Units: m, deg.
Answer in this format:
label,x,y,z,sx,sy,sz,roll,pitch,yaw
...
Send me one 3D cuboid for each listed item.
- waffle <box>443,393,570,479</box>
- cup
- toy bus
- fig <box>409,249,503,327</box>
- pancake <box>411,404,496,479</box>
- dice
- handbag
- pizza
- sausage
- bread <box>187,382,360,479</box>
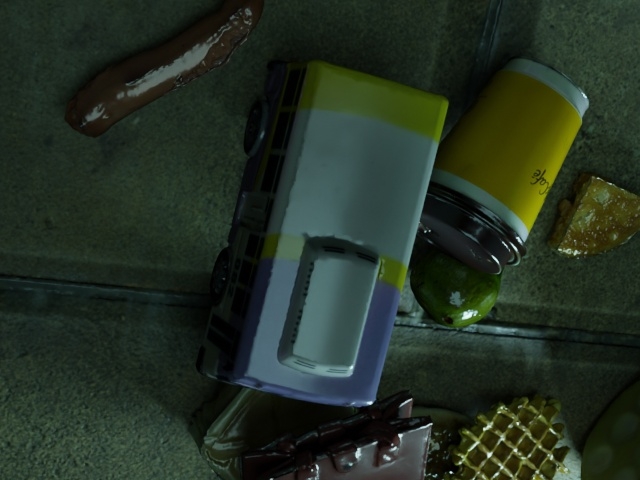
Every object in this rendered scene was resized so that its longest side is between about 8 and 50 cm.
label,x,y,z,sx,sy,sz,roll,pitch,yaw
waffle,0.289,0.351,1.963,0.232,0.051,0.228,-4,102,-29
cup,0.242,-0.103,1.733,0.196,0.196,0.279,39,78,-24
toy bus,0.000,0.000,1.645,0.209,0.249,0.439,14,91,-19
fig,0.212,0.054,1.835,0.156,0.123,0.123,-36,116,-14
pancake,0.155,0.378,1.949,0.282,0.049,0.282,-6,102,-29
dice,0.569,0.363,1.988,0.233,0.227,0.238,37,96,-24
handbag,0.018,0.331,1.733,0.260,0.084,0.275,-16,143,-16
pizza,0.417,-0.045,1.892,0.175,0.046,0.134,-15,114,-10
sausage,-0.196,-0.229,1.636,0.304,0.078,0.078,-32,115,-5
bread,-0.065,0.260,1.836,0.192,0.110,0.210,35,97,-18
